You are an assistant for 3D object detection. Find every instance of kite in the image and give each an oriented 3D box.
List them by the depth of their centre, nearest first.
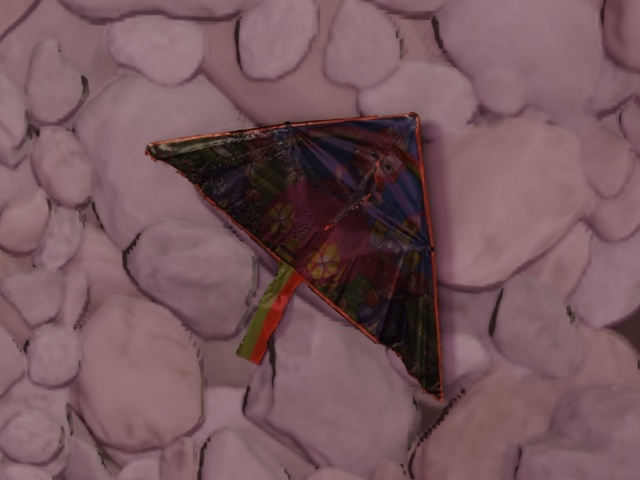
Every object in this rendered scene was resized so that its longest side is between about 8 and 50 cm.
[{"bbox_3d":[0.000,0.000,0.552,0.190,0.010,0.159,42,116,4],"label":"kite"}]
